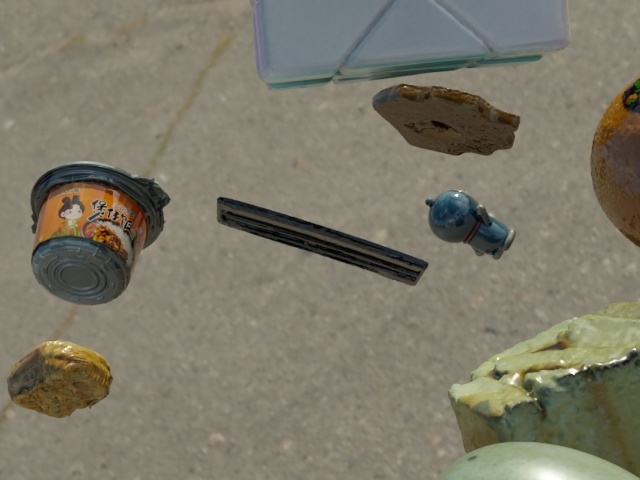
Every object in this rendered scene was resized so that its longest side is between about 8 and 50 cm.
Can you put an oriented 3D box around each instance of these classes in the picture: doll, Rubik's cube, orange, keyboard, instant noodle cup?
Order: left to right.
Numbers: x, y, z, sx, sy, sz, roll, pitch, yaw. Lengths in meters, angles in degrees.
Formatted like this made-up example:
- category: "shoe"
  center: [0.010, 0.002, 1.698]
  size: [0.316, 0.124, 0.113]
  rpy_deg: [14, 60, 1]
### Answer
- category: "instant noodle cup"
  center: [-0.300, 0.002, 1.735]
  size: [0.208, 0.177, 0.125]
  rpy_deg: [-32, 35, 36]
- category: "keyboard"
  center: [0.000, 0.000, 1.541]
  size: [0.087, 0.250, 0.017]
  rpy_deg: [105, -177, -71]
- category: "Rubik's cube"
  center: [0.075, -0.337, 1.462]
  size: [0.322, 0.318, 0.316]
  rpy_deg: [-6, 5, -3]
- category: "doll"
  center: [0.233, -0.028, 2.142]
  size: [0.085, 0.152, 0.114]
  rpy_deg: [-64, 3, -35]
- category: "orange"
  center: [0.338, -0.070, 1.181]
  size: [0.206, 0.206, 0.206]
  rpy_deg: [-25, 36, 20]

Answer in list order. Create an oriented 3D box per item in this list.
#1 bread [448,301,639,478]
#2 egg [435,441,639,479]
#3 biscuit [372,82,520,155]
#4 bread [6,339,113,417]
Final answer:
- category: "bread"
  center: [0.361, 0.211, 1.714]
  size: [0.395, 0.239, 0.264]
  rpy_deg: [-25, 14, -9]
- category: "egg"
  center: [0.182, 0.242, 0.983]
  size: [0.236, 0.169, 0.169]
  rpy_deg: [28, 66, 15]
- category: "biscuit"
  center: [0.192, -0.175, 1.924]
  size: [0.215, 0.182, 0.034]
  rpy_deg: [5, 69, 37]
- category: "bread"
  center: [-0.247, 0.133, 1.282]
  size: [0.111, 0.083, 0.044]
  rpy_deg: [-29, 42, 42]
